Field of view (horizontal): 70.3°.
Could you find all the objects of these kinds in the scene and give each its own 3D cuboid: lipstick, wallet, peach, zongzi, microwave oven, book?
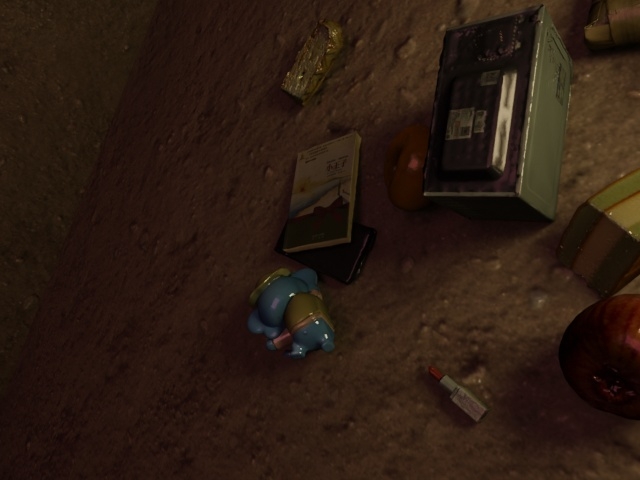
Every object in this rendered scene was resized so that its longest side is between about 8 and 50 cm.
[{"bbox_3d":[0.244,0.272,0.826,0.129,0.030,0.030,39,103,40],"label":"lipstick"},{"bbox_3d":[0.001,0.000,1.112,0.285,0.030,0.145,22,86,43],"label":"wallet"},{"bbox_3d":[0.189,-0.145,0.923,0.179,0.103,0.179,-171,90,-84],"label":"peach"},{"bbox_3d":[0.540,-0.411,0.758,0.160,0.078,0.176,11,81,36],"label":"zongzi"},{"bbox_3d":[0.303,-0.196,0.786,0.181,0.238,0.294,6,85,42],"label":"microwave oven"},{"bbox_3d":[0.004,-0.116,1.122,0.201,0.026,0.289,-12,62,37],"label":"book"}]

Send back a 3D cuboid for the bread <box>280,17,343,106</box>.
[{"bbox_3d":[-0.015,-0.481,1.236,0.231,0.088,0.128,-59,40,18],"label":"bread"}]

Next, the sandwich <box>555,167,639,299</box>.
[{"bbox_3d":[0.498,-0.023,0.716,0.187,0.144,0.117,-26,54,-10],"label":"sandwich"}]

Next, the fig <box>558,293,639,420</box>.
[{"bbox_3d":[0.443,0.144,0.641,0.175,0.207,0.175,23,128,33],"label":"fig"}]

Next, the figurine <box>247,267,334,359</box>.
[{"bbox_3d":[-0.071,0.172,1.036,0.180,0.154,0.262,-53,40,21],"label":"figurine"}]
